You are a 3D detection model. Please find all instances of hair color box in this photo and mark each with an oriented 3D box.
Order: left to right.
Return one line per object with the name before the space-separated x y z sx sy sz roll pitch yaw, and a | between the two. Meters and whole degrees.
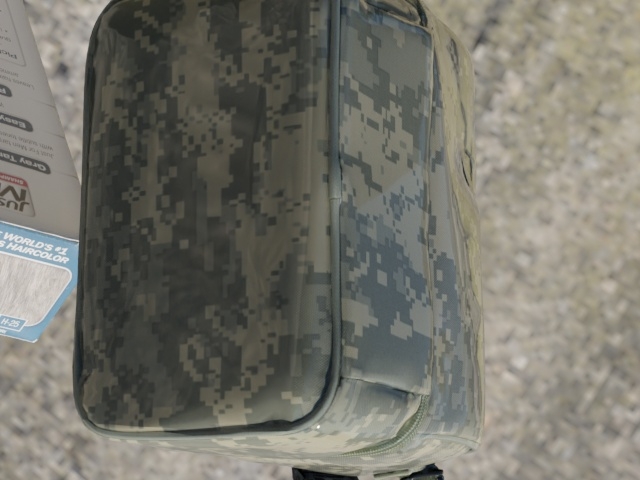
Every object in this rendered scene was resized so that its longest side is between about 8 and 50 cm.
hair color box | -0.290 -0.096 1.450 0.174 0.347 0.105 16 124 -34

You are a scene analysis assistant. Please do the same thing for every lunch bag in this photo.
lunch bag | 0.000 0.000 1.236 0.256 0.212 0.305 14 72 -52
